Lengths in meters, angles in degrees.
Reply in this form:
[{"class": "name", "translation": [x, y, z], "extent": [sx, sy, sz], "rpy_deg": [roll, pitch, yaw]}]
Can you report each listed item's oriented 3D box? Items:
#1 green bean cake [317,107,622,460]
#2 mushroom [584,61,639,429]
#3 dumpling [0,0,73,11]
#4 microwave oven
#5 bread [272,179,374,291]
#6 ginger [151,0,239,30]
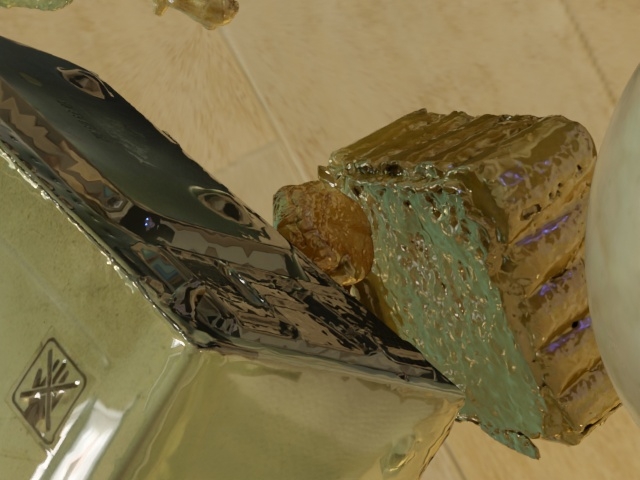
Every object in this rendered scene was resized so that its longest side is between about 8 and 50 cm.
[{"class": "green bean cake", "translation": [0.120, 0.021, 1.150], "extent": [0.131, 0.230, 0.224], "rpy_deg": [-31, 113, -25]}, {"class": "mushroom", "translation": [0.190, 0.001, 0.500], "extent": [0.204, 0.204, 0.204], "rpy_deg": [-1, 98, -4]}, {"class": "dumpling", "translation": [-0.257, -0.281, 1.406], "extent": [0.105, 0.216, 0.149], "rpy_deg": [12, 56, 29]}, {"class": "microwave oven", "translation": [-0.167, 0.090, 0.935], "extent": [0.247, 0.394, 0.333], "rpy_deg": [20, 107, -49]}, {"class": "bread", "translation": [0.000, 0.000, 1.045], "extent": [0.046, 0.081, 0.083], "rpy_deg": [-26, 80, 27]}, {"class": "ginger", "translation": [-0.081, -0.270, 1.350], "extent": [0.176, 0.052, 0.193], "rpy_deg": [13, 101, -1]}]
